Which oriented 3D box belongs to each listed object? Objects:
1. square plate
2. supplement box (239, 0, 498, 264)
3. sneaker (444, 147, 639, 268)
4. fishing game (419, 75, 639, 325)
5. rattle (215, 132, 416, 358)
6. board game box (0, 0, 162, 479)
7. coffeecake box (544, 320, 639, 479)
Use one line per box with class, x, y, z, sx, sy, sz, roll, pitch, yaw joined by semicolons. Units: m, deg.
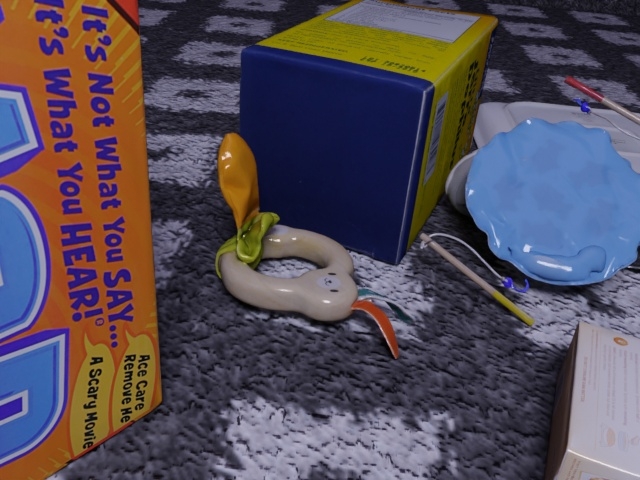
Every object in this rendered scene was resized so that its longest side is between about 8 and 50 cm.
square plate;0.401;-0.125;0.913;0.346;0.049;0.344;6;32;1
supplement box;0.071;-0.158;0.774;0.194;0.195;0.356;17;34;18
sneaker;0.272;-0.034;0.690;0.281;0.105;0.115;12;38;16
fishing game;0.241;-0.040;0.645;0.189;0.041;0.264;36;74;18
rattle;0.000;0.000;0.567;0.199;0.143;0.130;25;18;39
board game box;-0.347;-0.038;0.356;0.356;0.357;0.356;28;38;32
coffeecake box;0.255;0.145;0.427;0.185;0.068;0.142;16;33;17
